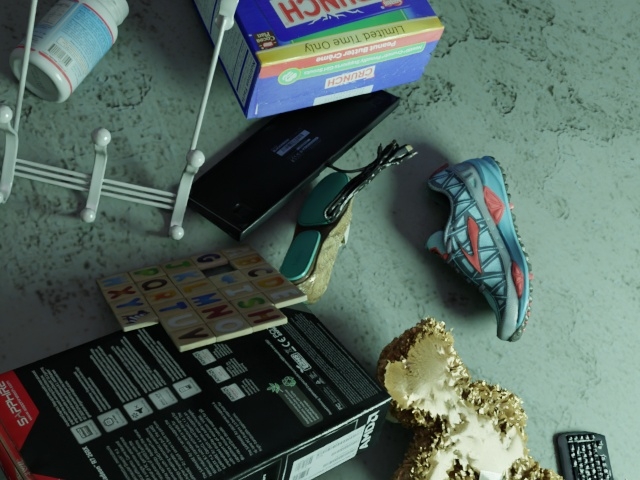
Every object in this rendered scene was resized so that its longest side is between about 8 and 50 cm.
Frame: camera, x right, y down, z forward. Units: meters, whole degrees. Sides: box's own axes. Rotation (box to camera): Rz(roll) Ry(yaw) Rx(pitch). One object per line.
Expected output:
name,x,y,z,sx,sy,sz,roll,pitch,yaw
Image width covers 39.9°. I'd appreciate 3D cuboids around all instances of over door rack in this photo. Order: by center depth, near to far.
over door rack,-0.245,-0.171,1.031,0.240,0.108,0.324,12,103,-12

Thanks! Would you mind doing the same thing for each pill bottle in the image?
pill bottle,-0.319,-0.261,1.133,0.087,0.087,0.160,33,64,-2

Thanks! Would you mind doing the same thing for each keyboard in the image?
keyboard,0.368,0.339,1.130,0.100,0.038,0.192,0,70,-17
keyboard,-0.006,-0.104,1.163,0.202,0.033,0.317,32,61,30

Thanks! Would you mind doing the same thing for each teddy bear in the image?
teddy bear,0.172,0.259,1.061,0.338,0.113,0.245,40,62,-13

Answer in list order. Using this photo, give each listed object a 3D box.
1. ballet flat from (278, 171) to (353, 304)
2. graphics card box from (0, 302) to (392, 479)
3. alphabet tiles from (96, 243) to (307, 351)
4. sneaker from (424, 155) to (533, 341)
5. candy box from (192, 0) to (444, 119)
ballet flat,0.000,0.000,1.137,0.073,0.067,0.206,1,46,30
graphics card box,-0.138,0.184,0.927,0.371,0.094,0.233,-21,48,-33
alphabet tiles,-0.136,0.062,1.004,0.198,0.237,0.009,-13,112,-21
sneaker,0.205,0.018,1.190,0.125,0.104,0.261,-10,67,-2
candy box,-0.028,-0.346,1.212,0.268,0.122,0.317,-16,66,-21
